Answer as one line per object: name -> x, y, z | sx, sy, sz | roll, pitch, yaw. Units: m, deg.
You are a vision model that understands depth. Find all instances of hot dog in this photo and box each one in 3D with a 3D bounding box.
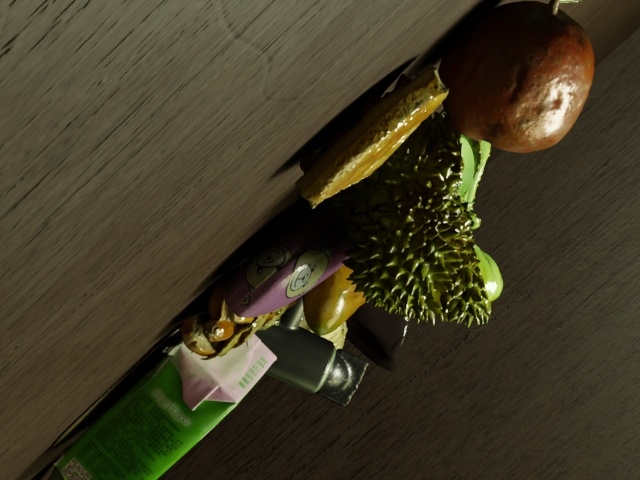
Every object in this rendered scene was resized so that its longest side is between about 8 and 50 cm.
hot dog -> -0.085, 0.076, 1.865 | 0.109, 0.072, 0.269 | -41, 175, 20

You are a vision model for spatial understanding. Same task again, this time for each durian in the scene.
durian -> 0.105, -0.025, 1.661 | 0.177, 0.237, 0.200 | -3, -153, -9

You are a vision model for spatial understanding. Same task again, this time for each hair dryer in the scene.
hair dryer -> -0.001, 0.076, 2.060 | 0.078, 0.196, 0.248 | -90, -155, -74

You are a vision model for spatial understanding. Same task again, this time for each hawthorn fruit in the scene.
hawthorn fruit -> 0.192, -0.162, 1.508 | 0.149, 0.149, 0.189 | -39, 171, -24

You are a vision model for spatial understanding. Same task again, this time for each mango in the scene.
mango -> 0.023, 0.043, 1.957 | 0.165, 0.089, 0.115 | -46, 151, -61

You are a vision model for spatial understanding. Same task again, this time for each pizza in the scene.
pizza -> 0.039, -0.092, 1.459 | 0.175, 0.046, 0.134 | -39, 174, -20

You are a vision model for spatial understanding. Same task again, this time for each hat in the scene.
hat -> 0.095, 0.029, 2.560 | 0.238, 0.209, 0.336 | -75, -171, -61

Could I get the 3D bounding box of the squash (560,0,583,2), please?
squash -> 0.304, -0.297, 1.548 | 0.200, 0.075, 0.090 | -40, 149, -37

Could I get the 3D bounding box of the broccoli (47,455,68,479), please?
broccoli -> -0.339, 0.413, 2.155 | 0.269, 0.254, 0.269 | 20, 90, -78

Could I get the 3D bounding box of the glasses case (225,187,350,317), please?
glasses case -> 0.000, 0.000, 1.793 | 0.123, 0.076, 0.316 | -40, 178, 35

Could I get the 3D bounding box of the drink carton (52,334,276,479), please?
drink carton -> -0.196, 0.214, 1.947 | 0.271, 0.108, 0.161 | -45, -179, 23

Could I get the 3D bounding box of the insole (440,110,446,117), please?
insole -> 0.153, -0.152, 2.038 | 0.192, 0.010, 0.063 | -45, 175, 29

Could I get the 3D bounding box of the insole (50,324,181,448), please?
insole -> -0.242, 0.176, 1.902 | 0.253, 0.005, 0.086 | -43, 175, 21

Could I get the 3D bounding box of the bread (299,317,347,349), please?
bread -> -0.040, 0.124, 2.232 | 0.106, 0.140, 0.236 | -37, 172, -12
